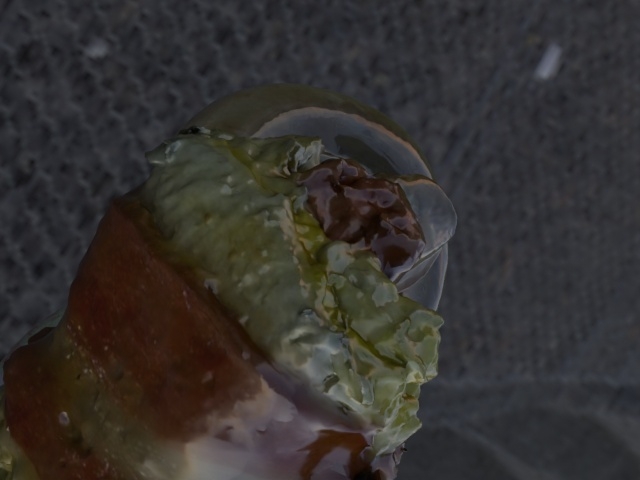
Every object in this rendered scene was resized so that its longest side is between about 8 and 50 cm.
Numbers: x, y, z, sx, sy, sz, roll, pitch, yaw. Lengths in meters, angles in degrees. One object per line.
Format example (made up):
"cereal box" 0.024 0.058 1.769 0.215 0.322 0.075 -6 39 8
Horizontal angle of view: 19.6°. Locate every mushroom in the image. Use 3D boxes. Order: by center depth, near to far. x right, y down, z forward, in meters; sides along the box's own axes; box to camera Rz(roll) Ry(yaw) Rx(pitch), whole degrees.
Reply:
"mushroom" 0.000 0.000 1.122 0.204 0.204 0.204 -45 155 -29

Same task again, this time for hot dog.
"hot dog" -0.040 0.058 0.634 0.103 0.146 0.213 5 135 -49

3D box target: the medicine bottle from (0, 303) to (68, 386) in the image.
"medicine bottle" -0.182 0.135 1.363 0.143 0.147 0.147 -40 154 -13
